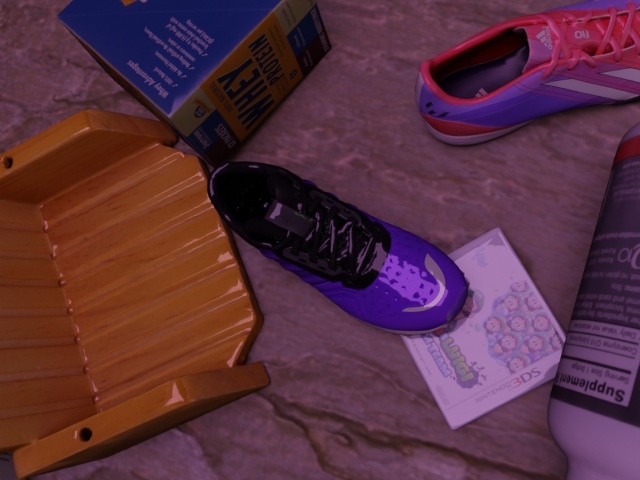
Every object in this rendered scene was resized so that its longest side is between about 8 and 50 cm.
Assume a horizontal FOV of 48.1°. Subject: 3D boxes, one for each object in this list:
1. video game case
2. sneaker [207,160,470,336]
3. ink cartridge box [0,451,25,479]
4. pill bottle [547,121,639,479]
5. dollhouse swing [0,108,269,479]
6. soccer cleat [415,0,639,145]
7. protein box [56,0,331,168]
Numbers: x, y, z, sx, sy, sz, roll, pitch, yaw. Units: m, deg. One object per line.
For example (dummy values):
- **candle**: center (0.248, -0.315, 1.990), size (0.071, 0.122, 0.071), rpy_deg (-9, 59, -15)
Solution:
- **video game case**: center (0.157, 0.087, 0.721), size (0.143, 0.019, 0.157), rpy_deg (-31, 71, 9)
- **sneaker**: center (-0.001, 0.001, 0.708), size (0.294, 0.146, 0.102), rpy_deg (26, 85, 27)
- **ink cartridge box**: center (-0.441, 0.377, 0.762), size (0.211, 0.121, 0.289), rpy_deg (-17, 61, 14)
- **pill bottle**: center (0.305, 0.097, 0.572), size (0.210, 0.210, 0.362), rpy_deg (15, 84, 19)
- **dollhouse swing**: center (-0.283, 0.034, 0.718), size (0.315, 0.305, 0.346), rpy_deg (-26, 72, 11)
- **soccer cleat**: center (0.246, -0.184, 0.696), size (0.319, 0.116, 0.108), rpy_deg (-18, 74, 13)
- **protein box**: center (-0.136, -0.233, 0.803), size (0.200, 0.136, 0.201), rpy_deg (41, 85, 20)
